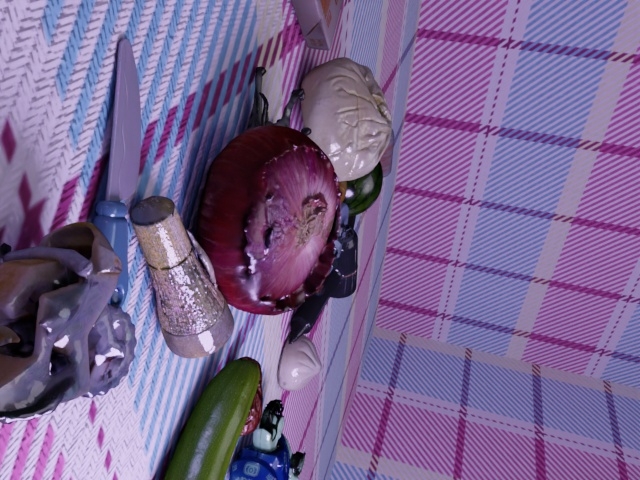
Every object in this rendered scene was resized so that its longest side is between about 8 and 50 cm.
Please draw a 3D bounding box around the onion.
[{"bbox_3d":[-0.070,-0.024,0.704,0.248,0.161,0.248,2,90,-73],"label":"onion"}]

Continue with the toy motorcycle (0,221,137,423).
[{"bbox_3d":[-0.203,0.049,0.337,0.229,0.093,0.130,6,91,-65],"label":"toy motorcycle"}]

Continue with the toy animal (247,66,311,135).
[{"bbox_3d":[-0.068,-0.127,0.816,0.217,0.073,0.176,71,30,-62],"label":"toy animal"}]

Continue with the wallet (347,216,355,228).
[{"bbox_3d":[0.087,-0.094,1.646,0.170,0.044,0.321,47,55,-73],"label":"wallet"}]

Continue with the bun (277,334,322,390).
[{"bbox_3d":[-0.042,0.295,1.299,0.138,0.094,0.138,9,90,-81],"label":"bun"}]

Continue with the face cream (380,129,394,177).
[{"bbox_3d":[0.191,-0.327,1.773,0.252,0.101,0.101,88,18,-46],"label":"face cream"}]

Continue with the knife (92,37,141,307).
[{"bbox_3d":[-0.181,-0.053,0.487,0.058,0.032,0.244,10,87,-76],"label":"knife"}]

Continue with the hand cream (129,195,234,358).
[{"bbox_3d":[-0.155,0.037,0.589,0.084,0.083,0.203,-66,156,-45],"label":"hand cream"}]

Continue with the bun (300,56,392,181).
[{"bbox_3d":[0.055,-0.229,1.014,0.229,0.145,0.230,-6,90,-71],"label":"bun"}]

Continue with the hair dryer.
[{"bbox_3d":[0.001,0.121,1.353,0.352,0.107,0.189,-56,153,-49],"label":"hair dryer"}]

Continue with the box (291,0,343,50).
[{"bbox_3d":[-0.010,-0.474,0.804,0.365,0.051,0.205,56,47,-74],"label":"box"}]

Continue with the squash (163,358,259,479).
[{"bbox_3d":[-0.162,0.296,0.764,0.082,0.082,0.293,86,18,-51],"label":"squash"}]

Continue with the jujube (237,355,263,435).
[{"bbox_3d":[-0.129,0.258,0.899,0.077,0.077,0.129,59,38,-73],"label":"jujube"}]

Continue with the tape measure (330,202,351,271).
[{"bbox_3d":[0.001,-0.005,1.187,0.182,0.107,0.181,-38,145,-68],"label":"tape measure"}]

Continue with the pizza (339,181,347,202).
[{"bbox_3d":[-0.009,-0.093,1.058,0.246,0.127,0.058,-54,131,-46],"label":"pizza"}]

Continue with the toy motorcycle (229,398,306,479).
[{"bbox_3d":[-0.111,0.492,1.123,0.196,0.125,0.331,-59,154,-53],"label":"toy motorcycle"}]

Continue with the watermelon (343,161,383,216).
[{"bbox_3d":[0.101,-0.152,1.461,0.204,0.127,0.232,79,29,-61],"label":"watermelon"}]
